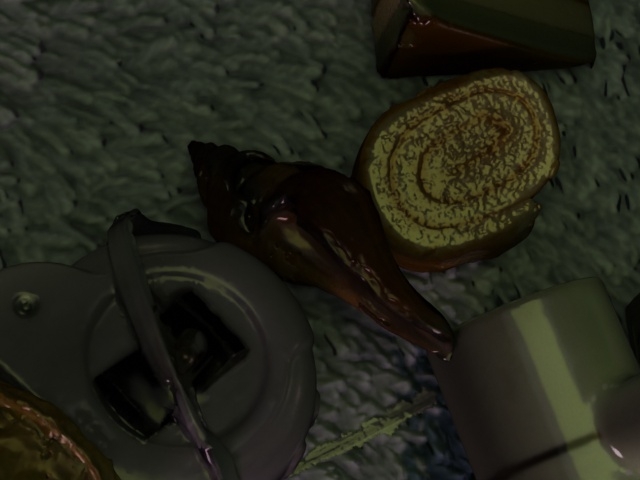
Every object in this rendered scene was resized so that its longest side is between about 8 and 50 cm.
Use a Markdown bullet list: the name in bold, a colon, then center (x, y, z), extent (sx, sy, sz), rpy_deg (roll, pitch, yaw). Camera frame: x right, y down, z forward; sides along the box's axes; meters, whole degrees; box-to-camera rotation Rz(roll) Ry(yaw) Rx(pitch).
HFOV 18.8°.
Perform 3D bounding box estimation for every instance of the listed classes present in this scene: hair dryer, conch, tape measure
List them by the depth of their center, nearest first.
- **hair dryer**: center (0.229, 0.091, 1.161), extent (0.128, 0.362, 0.203), rpy_deg (-11, 74, -42)
- **tape measure**: center (-0.101, 0.087, 1.225), extent (0.197, 0.120, 0.236), rpy_deg (-40, 80, -25)
- **conch**: center (0.001, -0.006, 1.265), extent (0.232, 0.086, 0.080), rpy_deg (19, 53, 32)

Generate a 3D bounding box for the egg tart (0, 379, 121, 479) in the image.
- **egg tart**: center (-0.206, 0.180, 1.152), extent (0.212, 0.212, 0.090), rpy_deg (41, 32, 3)

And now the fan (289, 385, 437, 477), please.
- **fan**: center (-0.064, 0.172, 1.264), extent (0.329, 0.009, 0.191), rpy_deg (-24, 79, -14)

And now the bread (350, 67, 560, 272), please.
- **bread**: center (0.093, -0.044, 1.316), extent (0.149, 0.073, 0.122), rpy_deg (-24, 85, -12)

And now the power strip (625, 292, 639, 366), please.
- **power strip**: center (0.245, 0.107, 1.293), extent (0.042, 0.075, 0.175), rpy_deg (-5, 75, -12)

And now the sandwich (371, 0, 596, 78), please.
- **sandwich**: center (0.124, -0.166, 1.326), extent (0.163, 0.113, 0.079), rpy_deg (-3, 76, -10)
